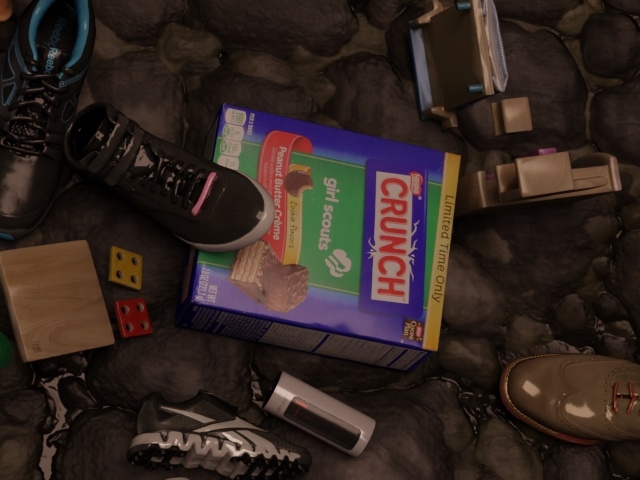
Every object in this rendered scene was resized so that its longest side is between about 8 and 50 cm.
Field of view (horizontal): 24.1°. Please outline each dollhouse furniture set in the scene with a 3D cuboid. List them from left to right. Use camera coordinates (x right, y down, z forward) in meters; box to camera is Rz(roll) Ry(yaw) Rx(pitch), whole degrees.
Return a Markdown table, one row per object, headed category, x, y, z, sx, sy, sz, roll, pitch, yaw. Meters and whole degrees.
| category | x | y | z | sx | sy | sz | roll | pitch | yaw |
| --- | --- | --- | --- | --- | --- | --- | --- | --- | --- |
| dollhouse furniture set | 0.266 | -0.199 | 1.930 | 0.198 | 0.286 | 0.303 | -8 | 87 | -18 |

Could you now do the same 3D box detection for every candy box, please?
| category | x | y | z | sx | sy | sz | roll | pitch | yaw |
| --- | --- | --- | --- | --- | --- | --- | --- | --- | --- |
| candy box | 0.000 | 0.000 | 1.885 | 0.317 | 0.122 | 0.268 | 12 | 71 | -12 |

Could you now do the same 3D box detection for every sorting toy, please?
| category | x | y | z | sx | sy | sz | roll | pitch | yaw |
| --- | --- | --- | --- | --- | --- | --- | --- | --- | --- |
| sorting toy | -0.317 | 0.073 | 1.784 | 0.274 | 0.046 | 0.132 | -10 | 81 | -48 |

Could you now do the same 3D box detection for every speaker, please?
| category | x | y | z | sx | sy | sz | roll | pitch | yaw |
| --- | --- | --- | --- | --- | --- | --- | --- | --- | --- |
| speaker | -0.003 | 0.214 | 1.856 | 0.136 | 0.055 | 0.055 | 29 | 68 | -6 |

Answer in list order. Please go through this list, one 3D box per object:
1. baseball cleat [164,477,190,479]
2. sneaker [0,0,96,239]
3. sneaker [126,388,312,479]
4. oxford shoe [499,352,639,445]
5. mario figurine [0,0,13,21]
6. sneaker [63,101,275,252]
| category | x | y | z | sx | sy | sz | roll | pitch | yaw |
| --- | --- | --- | --- | --- | --- | --- | --- | --- | --- |
| baseball cleat | -0.124 | 0.333 | 1.777 | 0.206 | 0.072 | 0.109 | 21 | 33 | -29 |
| sneaker | -0.356 | -0.171 | 1.830 | 0.125 | 0.139 | 0.341 | 14 | 72 | -14 |
| sneaker | -0.118 | 0.229 | 1.805 | 0.234 | 0.078 | 0.106 | 11 | 54 | -21 |
| oxford shoe | 0.405 | 0.201 | 1.930 | 0.348 | 0.130 | 0.123 | 9 | 71 | -13 |
| mario figurine | -0.410 | -0.374 | 1.854 | 0.170 | 0.198 | 0.320 | 37 | 63 | -15 |
| sneaker | -0.191 | -0.075 | 1.761 | 0.296 | 0.147 | 0.104 | 24 | 83 | 39 |
